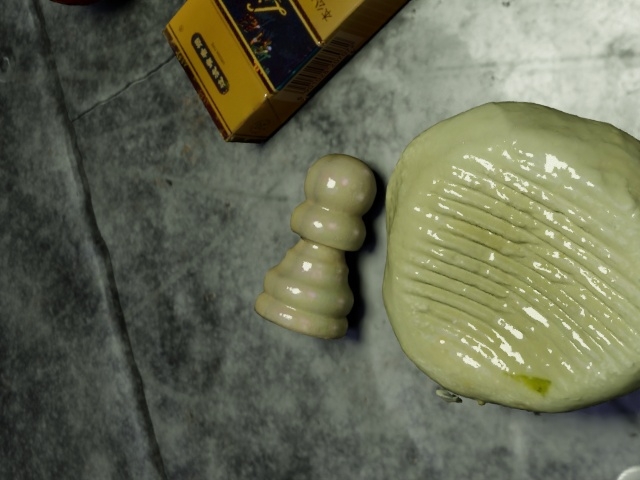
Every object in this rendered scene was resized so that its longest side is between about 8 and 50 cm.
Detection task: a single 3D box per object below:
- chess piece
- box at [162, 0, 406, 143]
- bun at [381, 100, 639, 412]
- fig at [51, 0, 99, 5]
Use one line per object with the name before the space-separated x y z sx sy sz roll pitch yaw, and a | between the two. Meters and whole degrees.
chess piece | 0.000 0.000 0.854 0.094 0.094 0.170 19 99 33
box | -0.036 -0.226 0.883 0.237 0.070 0.152 -39 70 27
bun | 0.163 0.008 0.699 0.259 0.160 0.259 12 114 29
fig | -0.289 -0.394 0.978 0.186 0.204 0.249 -19 71 35
